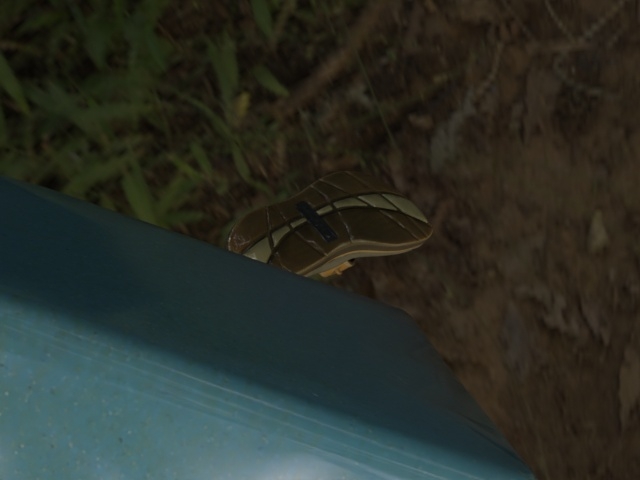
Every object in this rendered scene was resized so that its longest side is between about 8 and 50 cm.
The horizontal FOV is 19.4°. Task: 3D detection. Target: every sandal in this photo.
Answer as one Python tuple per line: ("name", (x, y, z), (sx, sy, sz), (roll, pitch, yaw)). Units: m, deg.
("sandal", (0.000, 0.000, 1.272), (0.180, 0.049, 0.072), (-20, 64, -42))

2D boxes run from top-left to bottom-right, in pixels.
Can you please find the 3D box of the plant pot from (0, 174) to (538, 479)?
("plant pot", (-0.104, 0.065, 0.436), (0.234, 0.166, 0.166), (23, 97, -12))
